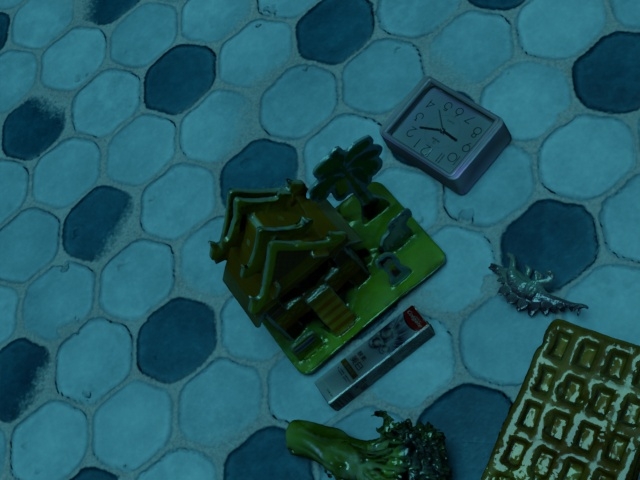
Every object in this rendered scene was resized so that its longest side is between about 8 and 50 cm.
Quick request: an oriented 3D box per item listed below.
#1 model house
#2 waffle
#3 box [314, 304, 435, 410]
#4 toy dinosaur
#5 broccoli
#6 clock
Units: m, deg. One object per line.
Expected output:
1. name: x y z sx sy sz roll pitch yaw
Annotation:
1. model house: 0.000 0.000 1.895 0.358 0.313 0.242 -37 60 1
2. waffle: 0.387 0.299 1.711 0.224 0.098 0.327 19 73 31
3. box: 0.092 0.199 1.915 0.218 0.039 0.055 -39 56 1
4. toy dinosaur: 0.354 0.084 1.859 0.209 0.039 0.082 24 79 41
5. broccoli: 0.066 0.347 1.816 0.304 0.145 0.165 9 79 37
6. clock: 0.224 -0.193 2.039 0.197 0.063 0.150 37 84 32
